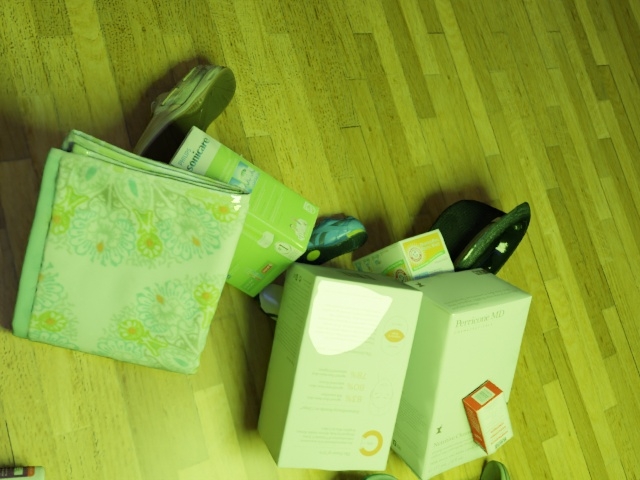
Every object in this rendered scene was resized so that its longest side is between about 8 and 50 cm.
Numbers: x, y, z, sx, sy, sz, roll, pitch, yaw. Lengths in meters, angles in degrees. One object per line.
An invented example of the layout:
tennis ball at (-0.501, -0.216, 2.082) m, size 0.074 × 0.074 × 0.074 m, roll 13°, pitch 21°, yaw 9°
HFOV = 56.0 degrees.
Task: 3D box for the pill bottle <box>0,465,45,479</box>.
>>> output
pill bottle at (-0.526, 0.402, 0.907) m, size 0.194 × 0.108 × 0.108 m, roll 6°, pitch 73°, yaw -26°

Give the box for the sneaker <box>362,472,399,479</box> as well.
sneaker at (0.069, 0.539, 1.107) m, size 0.124 × 0.178 × 0.295 m, roll 45°, pitch 49°, yaw 11°

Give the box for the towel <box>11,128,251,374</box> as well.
towel at (-0.315, 0.036, 1.006) m, size 0.321 × 0.090 × 0.374 m, roll 17°, pitch 108°, yaw -11°

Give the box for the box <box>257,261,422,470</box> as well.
box at (0.029, 0.231, 1.132) m, size 0.215 × 0.168 × 0.345 m, roll 10°, pitch 94°, yaw -20°

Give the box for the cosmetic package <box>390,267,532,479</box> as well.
cosmetic package at (0.268, 0.264, 1.226) m, size 0.217 × 0.156 × 0.384 m, roll -10°, pitch 117°, yaw -28°

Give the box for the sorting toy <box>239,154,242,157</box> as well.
sorting toy at (-0.173, -0.125, 1.280) m, size 0.075 × 0.045 × 0.083 m, roll -42°, pitch 97°, yaw -23°

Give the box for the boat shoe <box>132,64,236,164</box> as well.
boat shoe at (-0.291, -0.252, 1.228) m, size 0.098 × 0.109 × 0.302 m, roll 20°, pitch 61°, yaw 22°

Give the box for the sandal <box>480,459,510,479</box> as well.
sandal at (0.312, 0.593, 1.288) m, size 0.086 × 0.120 × 0.303 m, roll 42°, pitch 61°, yaw 5°

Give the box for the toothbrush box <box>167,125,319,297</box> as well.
toothbrush box at (-0.180, -0.045, 1.142) m, size 0.283 × 0.206 × 0.122 m, roll 31°, pitch 45°, yaw -16°

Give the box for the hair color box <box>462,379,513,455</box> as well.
hair color box at (0.330, 0.349, 1.180) m, size 0.072 × 0.043 × 0.141 m, roll -31°, pitch 124°, yaw -15°

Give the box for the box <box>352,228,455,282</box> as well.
box at (0.176, 0.059, 1.312) m, size 0.114 × 0.203 × 0.103 m, roll -16°, pitch 84°, yaw -30°

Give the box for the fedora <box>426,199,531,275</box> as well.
fedora at (0.341, 0.012, 1.418) m, size 0.334 × 0.334 × 0.152 m, roll -33°, pitch 59°, yaw -30°

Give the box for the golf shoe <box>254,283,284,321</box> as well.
golf shoe at (-0.042, 0.146, 1.240) m, size 0.198 × 0.094 × 0.077 m, roll 35°, pitch 64°, yaw -13°

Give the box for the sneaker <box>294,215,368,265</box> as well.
sneaker at (0.000, 0.000, 1.328) m, size 0.209 × 0.069 × 0.082 m, roll -20°, pitch 53°, yaw -22°
